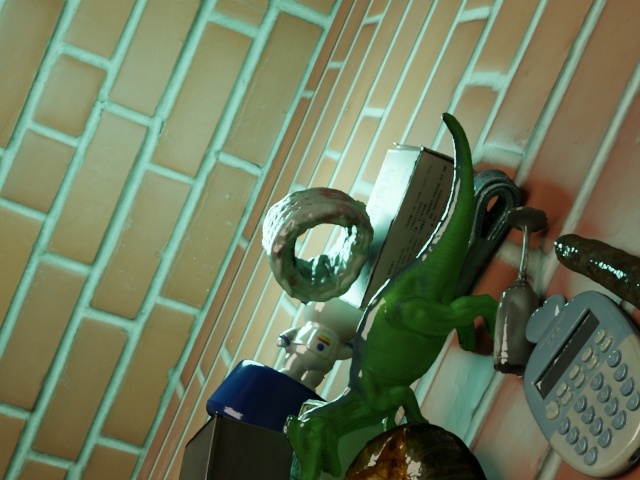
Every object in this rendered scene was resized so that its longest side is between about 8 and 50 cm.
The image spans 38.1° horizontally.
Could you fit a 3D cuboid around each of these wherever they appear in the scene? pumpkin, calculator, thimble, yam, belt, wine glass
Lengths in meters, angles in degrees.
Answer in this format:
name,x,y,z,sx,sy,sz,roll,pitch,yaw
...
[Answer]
name,x,y,z,sx,sy,sz,roll,pitch,yaw
pumpkin,0.134,0.379,1.320,0.238,0.159,0.238,-30,42,31
calculator,0.335,0.170,1.173,0.188,0.042,0.302,-62,18,23
thimble,0.000,0.000,1.698,0.211,0.185,0.149,-31,26,4
yam,0.378,0.041,1.179,0.061,0.061,0.274,-66,16,7
belt,0.239,0.020,1.570,0.302,0.087,0.072,-63,21,16
wine glass,0.294,0.080,1.368,0.074,0.074,0.262,-40,33,57

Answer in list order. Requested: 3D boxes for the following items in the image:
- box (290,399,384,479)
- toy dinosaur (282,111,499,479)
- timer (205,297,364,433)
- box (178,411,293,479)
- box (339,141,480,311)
name,x,y,z,sx,sy,sz,roll,pitch,yaw
box,0.029,0.420,1.577,0.220,0.166,0.290,-10,60,70
toy dinosaur,0.083,0.087,1.404,0.144,0.375,0.500,-155,51,-72
timer,-0.027,0.255,1.895,0.383,0.270,0.270,-58,14,-17
box,-0.153,0.452,1.548,0.188,0.153,0.252,129,154,-50
box,0.162,-0.011,1.745,0.332,0.145,0.173,-69,19,0
